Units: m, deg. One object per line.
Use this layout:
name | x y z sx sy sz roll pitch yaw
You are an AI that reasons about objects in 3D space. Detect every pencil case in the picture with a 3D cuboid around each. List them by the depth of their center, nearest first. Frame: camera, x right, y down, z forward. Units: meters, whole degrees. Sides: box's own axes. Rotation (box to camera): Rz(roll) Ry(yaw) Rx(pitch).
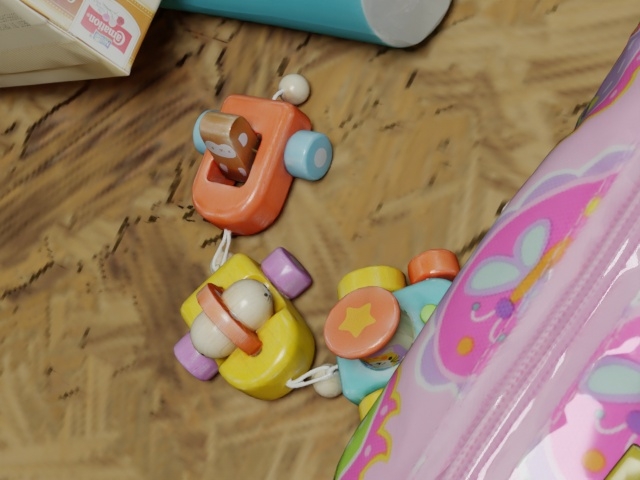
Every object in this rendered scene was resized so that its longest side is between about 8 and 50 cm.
pencil case | 0.085 0.042 0.447 0.124 0.124 0.284 33 88 36

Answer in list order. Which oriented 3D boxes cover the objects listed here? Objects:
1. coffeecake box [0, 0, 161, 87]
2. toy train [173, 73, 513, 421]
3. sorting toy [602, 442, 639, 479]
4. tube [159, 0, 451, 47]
coffeecake box | -0.107 -0.159 0.650 0.142 0.068 0.185 2 65 49
toy train | 0.000 0.000 0.561 0.166 0.046 0.125 19 80 35
sorting toy | 0.191 0.085 0.378 0.275 0.046 0.132 14 91 9
tube | -0.037 -0.121 0.639 0.207 0.052 0.080 19 72 43
